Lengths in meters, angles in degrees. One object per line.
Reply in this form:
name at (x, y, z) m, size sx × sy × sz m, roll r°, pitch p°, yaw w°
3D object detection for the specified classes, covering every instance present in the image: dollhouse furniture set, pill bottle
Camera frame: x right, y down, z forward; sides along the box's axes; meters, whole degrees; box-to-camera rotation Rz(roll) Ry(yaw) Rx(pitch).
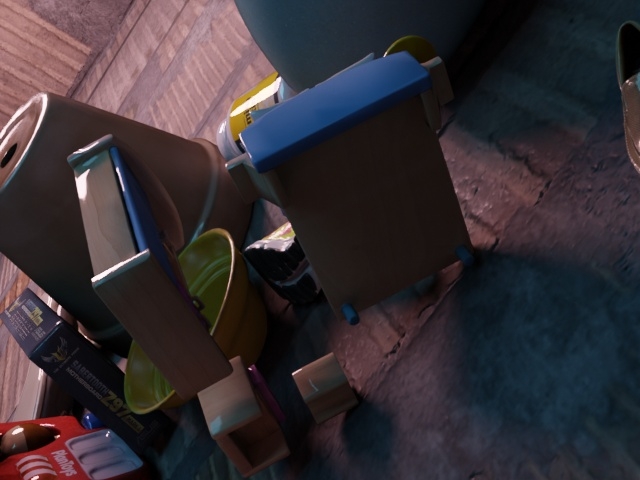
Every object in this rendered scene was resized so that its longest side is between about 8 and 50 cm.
dollhouse furniture set at (-0.015, -0.011, 0.755) m, size 0.303 × 0.286 × 0.198 m, roll -28°, pitch 39°, yaw -1°
pill bottle at (-0.052, -0.148, 1.079) m, size 0.184 × 0.103 × 0.103 m, roll -20°, pitch 47°, yaw 53°

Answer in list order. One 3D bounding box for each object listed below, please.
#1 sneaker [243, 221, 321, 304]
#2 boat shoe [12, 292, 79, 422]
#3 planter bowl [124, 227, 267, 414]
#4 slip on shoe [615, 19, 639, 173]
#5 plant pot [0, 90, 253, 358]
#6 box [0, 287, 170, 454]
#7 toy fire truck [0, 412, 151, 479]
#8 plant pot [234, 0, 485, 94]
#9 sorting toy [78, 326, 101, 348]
sneaker at (0.000, 0.000, 0.889) m, size 0.094 × 0.081 × 0.208 m, roll -50°, pitch 15°, yaw -31°
boat shoe at (-0.410, 0.220, 1.374) m, size 0.112 × 0.095 × 0.335 m, roll -44°, pitch 36°, yaw 35°
planter bowl at (-0.122, 0.102, 0.966) m, size 0.217 × 0.090 × 0.217 m, roll -40°, pitch 33°, yaw 34°
slip on shoe at (0.229, -0.100, 0.611) m, size 0.051 × 0.041 × 0.135 m, roll -28°, pitch 40°, yaw 47°
plant pot at (-0.299, -0.042, 1.170) m, size 0.323 × 0.280 × 0.323 m, roll -33°, pitch 39°, yaw 33°
box at (-0.297, 0.154, 1.085) m, size 0.059 × 0.183 × 0.233 m, roll -48°, pitch 25°, yaw -14°
toy fire truck at (-0.360, 0.283, 1.071) m, size 0.302 × 0.254 × 0.169 m, roll 10°, pitch 108°, yaw 63°
plant pot at (0.039, -0.248, 0.886) m, size 0.290 × 0.290 × 0.195 m, roll -118°, pitch 25°, yaw -60°
sorting toy at (-0.275, 0.040, 1.363) m, size 0.307 × 0.041 × 0.229 m, roll -38°, pitch 37°, yaw 26°
